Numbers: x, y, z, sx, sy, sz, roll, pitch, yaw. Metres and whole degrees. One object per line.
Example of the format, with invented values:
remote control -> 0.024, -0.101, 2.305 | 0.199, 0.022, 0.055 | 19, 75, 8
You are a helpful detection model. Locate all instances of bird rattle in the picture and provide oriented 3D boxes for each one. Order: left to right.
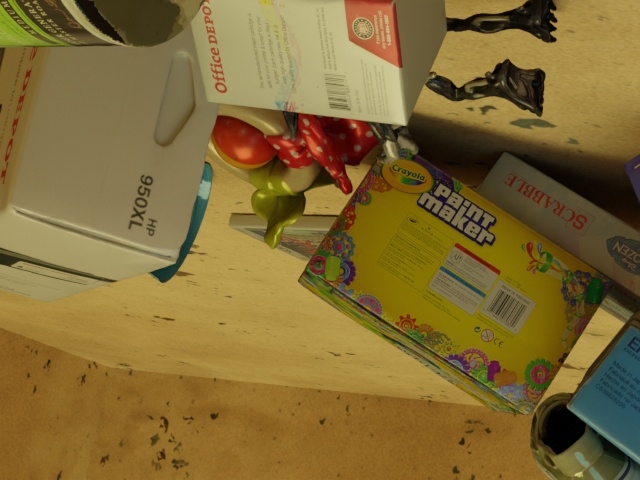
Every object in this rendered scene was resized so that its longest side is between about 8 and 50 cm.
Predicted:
bird rattle -> -0.056, -0.099, 2.081 | 0.207, 0.143, 0.253 | 28, 164, -1

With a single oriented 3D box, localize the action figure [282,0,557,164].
action figure -> 0.063, -0.151, 1.640 | 0.275, 0.164, 0.141 | 2, 161, 17

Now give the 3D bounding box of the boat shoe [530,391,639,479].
boat shoe -> 0.272, 0.204, 1.985 | 0.094, 0.109, 0.302 | 55, -179, -10

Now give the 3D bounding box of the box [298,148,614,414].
box -> 0.142, 0.049, 2.143 | 0.290, 0.177, 0.279 | 33, 174, 0

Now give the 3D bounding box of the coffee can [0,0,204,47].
coffee can -> -0.240, -0.241, 1.395 | 0.275, 0.201, 0.201 | 3, 165, 34

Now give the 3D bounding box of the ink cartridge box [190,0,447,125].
ink cartridge box -> -0.002, -0.186, 1.505 | 0.176, 0.127, 0.128 | 8, 136, 17

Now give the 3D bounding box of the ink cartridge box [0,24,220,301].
ink cartridge box -> -0.239, -0.112, 1.783 | 0.166, 0.285, 0.395 | 17, 166, -22

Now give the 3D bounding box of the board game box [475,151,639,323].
board game box -> 0.355, 0.043, 2.183 | 0.318, 0.066, 0.318 | 33, 177, 22

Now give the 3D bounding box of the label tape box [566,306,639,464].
label tape box -> 0.400, 0.183, 1.963 | 0.249, 0.115, 0.347 | 37, -168, 8

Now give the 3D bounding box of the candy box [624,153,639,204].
candy box -> 0.468, 0.049, 1.894 | 0.122, 0.268, 0.317 | -34, 144, 28

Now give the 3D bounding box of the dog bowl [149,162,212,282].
dog bowl -> -0.214, -0.050, 2.370 | 0.074, 0.166, 0.297 | 21, 170, 12

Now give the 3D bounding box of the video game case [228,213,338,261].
video game case -> 0.000, 0.000, 2.703 | 0.201, 0.023, 0.183 | 1, 164, 39
